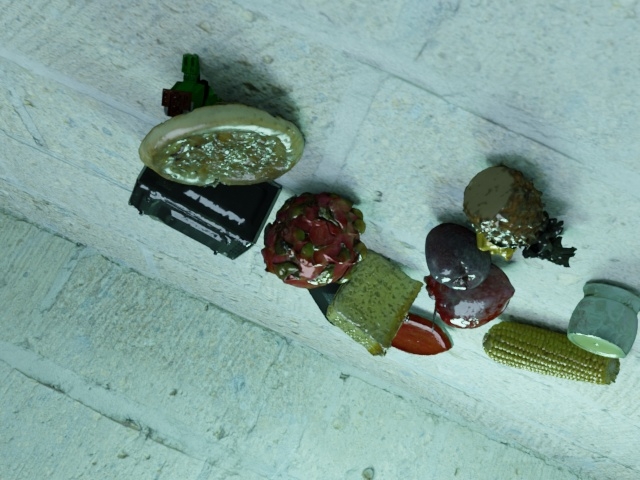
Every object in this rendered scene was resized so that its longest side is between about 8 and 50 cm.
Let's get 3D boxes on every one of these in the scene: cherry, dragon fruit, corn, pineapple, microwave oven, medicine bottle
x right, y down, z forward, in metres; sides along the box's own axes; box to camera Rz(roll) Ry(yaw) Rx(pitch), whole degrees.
[{"bbox_3d":[0.325,0.035,1.509,0.176,0.176,0.140,33,128,-23],"label":"cherry"},{"bbox_3d":[0.000,0.000,1.682,0.269,0.250,0.291,22,142,-34],"label":"dragon fruit"},{"bbox_3d":[0.671,0.329,1.879,0.388,0.143,0.144,8,155,30],"label":"corn"},{"bbox_3d":[0.408,-0.033,1.297,0.170,0.141,0.310,-4,153,44],"label":"pineapple"},{"bbox_3d":[-0.334,-0.115,1.789,0.355,0.218,0.286,30,160,-14],"label":"microwave oven"},{"bbox_3d":[0.392,0.134,1.647,0.175,0.192,0.250,-5,176,-42],"label":"cherry"},{"bbox_3d":[0.675,0.188,1.508,0.147,0.143,0.147,25,164,8],"label":"medicine bottle"}]

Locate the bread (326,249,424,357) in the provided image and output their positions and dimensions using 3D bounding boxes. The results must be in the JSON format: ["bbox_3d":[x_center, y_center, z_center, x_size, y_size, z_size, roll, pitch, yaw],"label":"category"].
[{"bbox_3d":[0.167,0.202,2.010,0.248,0.279,0.315,33,176,2],"label":"bread"}]

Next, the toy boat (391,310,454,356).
[{"bbox_3d":[0.317,0.320,2.269,0.332,0.145,0.133,19,-165,8],"label":"toy boat"}]

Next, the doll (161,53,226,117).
[{"bbox_3d":[-0.266,-0.299,1.406,0.106,0.134,0.186,13,164,27],"label":"doll"}]

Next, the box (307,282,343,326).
[{"bbox_3d":[0.079,0.182,2.165,0.289,0.073,0.290,-3,124,49],"label":"box"}]

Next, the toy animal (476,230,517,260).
[{"bbox_3d":[0.420,0.002,1.467,0.070,0.083,0.159,-5,158,37],"label":"toy animal"}]

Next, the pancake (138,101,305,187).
[{"bbox_3d":[-0.214,-0.197,1.423,0.383,0.071,0.382,-7,166,-2],"label":"pancake"}]
